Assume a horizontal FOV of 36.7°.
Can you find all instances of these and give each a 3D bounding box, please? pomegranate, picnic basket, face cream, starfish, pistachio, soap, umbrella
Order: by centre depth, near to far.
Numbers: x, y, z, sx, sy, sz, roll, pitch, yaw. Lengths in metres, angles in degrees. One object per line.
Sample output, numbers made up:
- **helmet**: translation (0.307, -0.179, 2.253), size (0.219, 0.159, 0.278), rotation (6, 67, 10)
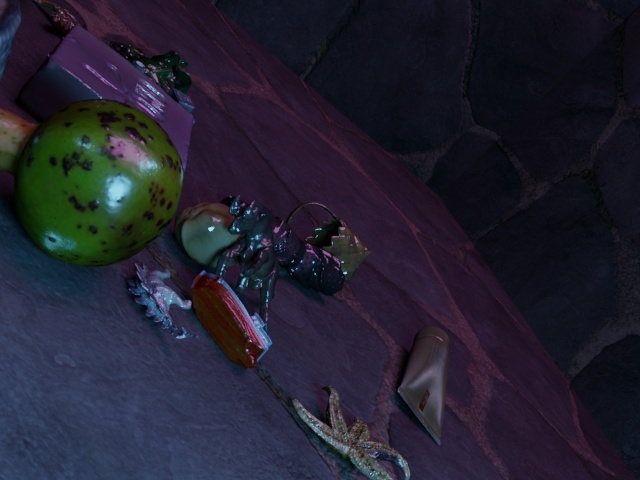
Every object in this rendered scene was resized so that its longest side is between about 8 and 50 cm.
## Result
- **pomegranate**: translation (-0.313, -0.084, 1.205), size (0.285, 0.231, 0.231), rotation (23, 25, -34)
- **starfish**: translation (0.050, 0.310, 1.462), size (0.213, 0.057, 0.238), rotation (27, 18, -32)
- **pistachio**: translation (-0.178, -0.008, 1.598), size (0.149, 0.113, 0.113), rotation (38, 15, -48)
- **soap**: translation (-0.363, -0.226, 1.669), size (0.285, 0.107, 0.296), rotation (38, 15, -21)
- **umbrella**: translation (-0.072, 0.014, 1.860), size (0.326, 0.090, 0.094), rotation (35, 21, -36)
- **starfish**: translation (-0.509, -0.424, 1.943), size (0.209, 0.053, 0.150), rotation (44, 1, 11)
- **face cream**: translation (0.217, 0.282, 1.983), size (0.137, 0.084, 0.341), rotation (53, 20, -9)
- **picnic basket**: translation (0.000, 0.000, 2.019), size (0.178, 0.128, 0.137), rotation (38, -16, -20)

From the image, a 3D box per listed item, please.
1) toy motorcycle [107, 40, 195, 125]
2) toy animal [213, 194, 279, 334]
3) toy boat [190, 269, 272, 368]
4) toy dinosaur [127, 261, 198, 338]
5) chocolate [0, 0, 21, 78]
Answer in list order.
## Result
- **toy motorcycle**: translation (-0.329, -0.303, 1.956), size (0.187, 0.125, 0.275), rotation (19, 31, -43)
- **toy animal**: translation (-0.104, 0.040, 1.570), size (0.084, 0.148, 0.233), rotation (13, -39, 25)
- **toy boat**: translation (-0.136, 0.114, 1.436), size (0.173, 0.069, 0.058), rotation (50, 29, 15)
- **toy dinosaur**: translation (-0.223, 0.081, 1.335), size (0.082, 0.039, 0.209), rotation (27, 13, -44)
- **chocolate**: translation (-0.483, -0.195, 1.015), size (0.303, 0.213, 0.303), rotation (16, 32, -10)
